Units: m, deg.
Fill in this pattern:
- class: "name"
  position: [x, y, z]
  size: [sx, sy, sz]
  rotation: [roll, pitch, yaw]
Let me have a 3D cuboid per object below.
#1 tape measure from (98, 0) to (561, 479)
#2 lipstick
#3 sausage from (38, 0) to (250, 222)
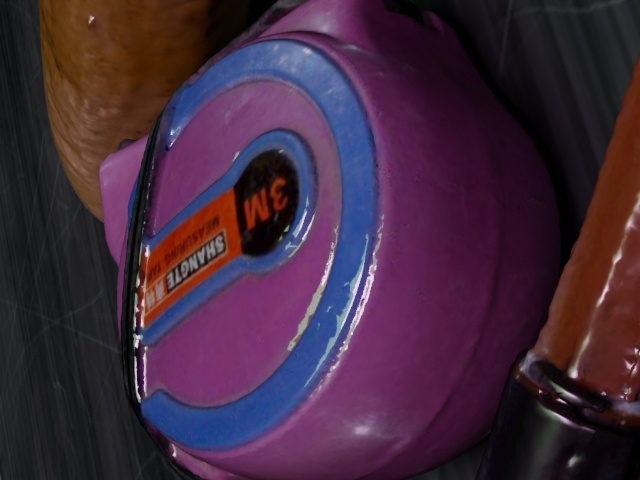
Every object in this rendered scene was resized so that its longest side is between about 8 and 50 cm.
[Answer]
- class: "tape measure"
  position: [0.000, 0.000, 0.622]
  size: [0.231, 0.149, 0.245]
  rotation: [-32, 56, 38]
- class: "lipstick"
  position: [0.129, 0.013, 0.498]
  size: [0.077, 0.077, 0.418]
  rotation: [38, 119, 47]
- class: "sausage"
  position: [-0.088, -0.179, 0.684]
  size: [0.136, 0.123, 0.501]
  rotation: [-70, -3, -47]
